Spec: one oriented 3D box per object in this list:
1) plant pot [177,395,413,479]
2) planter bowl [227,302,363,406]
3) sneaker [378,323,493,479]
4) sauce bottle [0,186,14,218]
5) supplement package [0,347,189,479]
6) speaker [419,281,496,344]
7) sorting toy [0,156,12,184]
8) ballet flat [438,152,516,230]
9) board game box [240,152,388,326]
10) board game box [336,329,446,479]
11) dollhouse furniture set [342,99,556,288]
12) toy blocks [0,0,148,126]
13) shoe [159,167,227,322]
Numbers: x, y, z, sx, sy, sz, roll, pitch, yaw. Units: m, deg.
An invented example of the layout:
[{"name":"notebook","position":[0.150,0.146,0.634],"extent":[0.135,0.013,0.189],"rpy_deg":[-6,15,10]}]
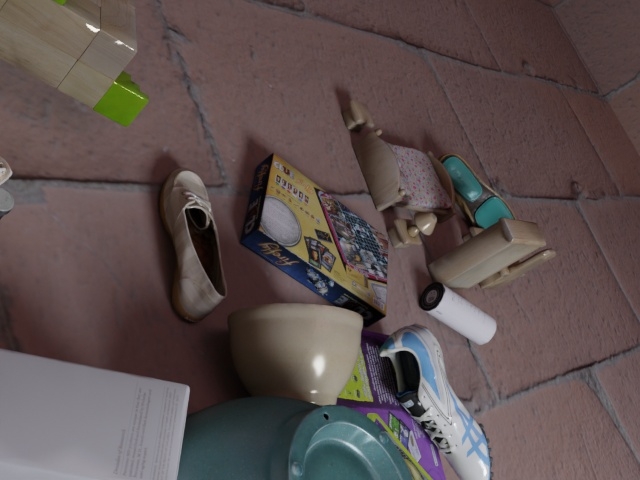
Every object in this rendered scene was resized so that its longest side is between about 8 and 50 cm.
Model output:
[{"name":"plant pot","position":[-0.027,0.276,0.825],"extent":[0.293,0.196,0.293],"rpy_deg":[31,40,-31]},{"name":"planter bowl","position":[-0.031,0.145,0.982],"extent":[0.162,0.162,0.109],"rpy_deg":[18,65,-41]},{"name":"sneaker","position":[0.151,0.229,1.117],"extent":[0.086,0.085,0.237],"rpy_deg":[-23,83,-29]},{"name":"sauce bottle","position":[-0.324,-0.008,0.769],"extent":[0.042,0.128,0.042],"rpy_deg":[29,42,-30]},{"name":"supplement package","position":[-0.216,0.174,0.714],"extent":[0.179,0.105,0.105],"rpy_deg":[14,47,-14]},{"name":"speaker","position":[0.230,0.122,1.389],"extent":[0.136,0.055,0.055],"rpy_deg":[32,40,-30]},{"name":"sorting toy","position":[-0.374,-0.083,0.853],"extent":[0.083,0.045,0.075],"rpy_deg":[-11,63,-53]},{"name":"ballet flat","position":[0.310,-0.077,1.643],"extent":[0.232,0.080,0.073],"rpy_deg":[54,-1,-5]},{"name":"board game box","position":[0.000,0.000,1.228],"extent":[0.243,0.042,0.165],"rpy_deg":[36,39,-25]},{"name":"board game box","position":[0.077,0.278,1.084],"extent":[0.208,0.056,0.346],"rpy_deg":[14,51,-39]},{"name":"dollhouse furniture set","position":[0.245,-0.108,1.499],"extent":[0.303,0.174,0.355],"rpy_deg":[6,57,-48]},{"name":"toy blocks","position":[-0.366,-0.327,0.977],"extent":[0.381,0.191,0.260],"rpy_deg":[27,32,-33]},{"name":"shoe","position":[-0.151,-0.005,1.036],"extent":[0.077,0.058,0.219],"rpy_deg":[19,48,-41]}]
